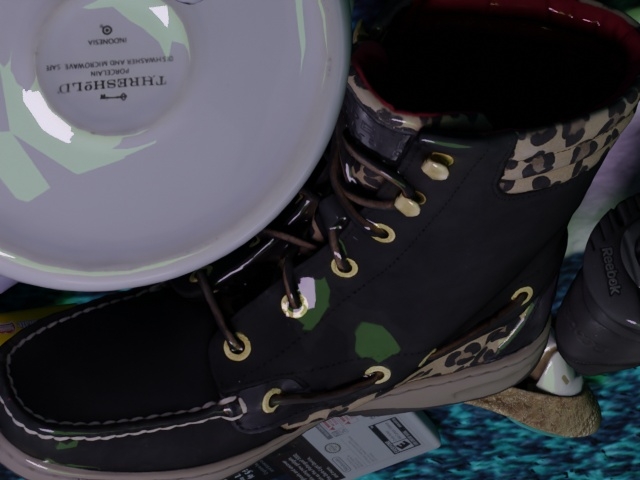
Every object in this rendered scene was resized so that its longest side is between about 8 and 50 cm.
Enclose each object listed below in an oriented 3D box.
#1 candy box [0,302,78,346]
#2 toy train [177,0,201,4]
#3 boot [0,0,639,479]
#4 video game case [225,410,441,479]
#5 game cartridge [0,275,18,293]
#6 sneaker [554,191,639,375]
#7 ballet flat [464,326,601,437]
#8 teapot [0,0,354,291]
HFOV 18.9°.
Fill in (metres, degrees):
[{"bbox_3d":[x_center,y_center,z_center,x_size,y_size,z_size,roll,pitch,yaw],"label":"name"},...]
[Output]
[{"bbox_3d":[-0.235,0.100,1.230,0.105,0.027,0.206,-10,157,-35],"label":"candy box"},{"bbox_3d":[-0.060,-0.247,0.718,0.190,0.142,0.333,12,109,-26],"label":"toy train"},{"bbox_3d":[0.000,0.000,1.084,0.377,0.138,0.284,-8,144,-23],"label":"boot"},{"bbox_3d":[-0.028,0.128,1.367,0.173,0.022,0.190,-22,142,15],"label":"video game case"},{"bbox_3d":[-0.273,-0.013,1.105,0.294,0.060,0.196,-31,134,25],"label":"game cartridge"},{"bbox_3d":[0.262,0.009,1.193,0.286,0.109,0.130,-13,156,-24],"label":"sneaker"},{"bbox_3d":[0.127,0.085,1.311,0.206,0.073,0.067,15,125,-33],"label":"ballet flat"},{"bbox_3d":[-0.119,-0.105,0.923,0.256,0.187,0.252,37,95,-24],"label":"teapot"}]
